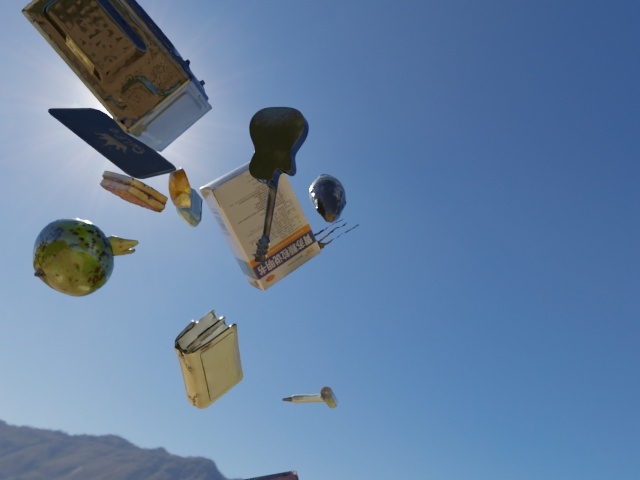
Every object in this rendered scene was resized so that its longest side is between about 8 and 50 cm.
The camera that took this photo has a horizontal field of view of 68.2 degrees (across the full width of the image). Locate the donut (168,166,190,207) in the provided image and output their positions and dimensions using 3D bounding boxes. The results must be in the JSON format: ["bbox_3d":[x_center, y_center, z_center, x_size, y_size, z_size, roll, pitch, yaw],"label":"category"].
[{"bbox_3d":[-0.375,-0.139,1.255,0.043,0.097,0.108,-13,-49,-29],"label":"donut"}]

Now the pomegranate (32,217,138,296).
[{"bbox_3d":[-0.623,0.037,1.252,0.210,0.263,0.211,18,-60,34],"label":"pomegranate"}]

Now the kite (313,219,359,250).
[{"bbox_3d":[0.000,0.000,1.661,0.285,0.015,0.152,-31,-28,26],"label":"kite"}]

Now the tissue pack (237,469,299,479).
[{"bbox_3d":[-0.220,0.798,1.357,0.315,0.103,0.228,0,-74,-21],"label":"tissue pack"}]

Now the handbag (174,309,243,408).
[{"bbox_3d":[-0.462,0.493,1.939,0.160,0.236,0.359,24,-48,28],"label":"handbag"}]

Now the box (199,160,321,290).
[{"bbox_3d":[-0.152,-0.049,1.240,0.106,0.200,0.300,14,-47,57],"label":"box"}]

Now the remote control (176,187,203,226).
[{"bbox_3d":[-0.493,-0.133,1.792,0.052,0.247,0.104,-39,-59,10],"label":"remote control"}]

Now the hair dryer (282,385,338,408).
[{"bbox_3d":[-0.039,0.531,1.582,0.182,0.044,0.155,-7,-33,7],"label":"hair dryer"}]

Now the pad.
[{"bbox_3d":[-0.638,-0.350,1.548,0.375,0.315,0.063,37,-69,3],"label":"pad"}]

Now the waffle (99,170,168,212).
[{"bbox_3d":[-0.424,-0.111,1.069,0.148,0.042,0.102,16,-15,40],"label":"waffle"}]

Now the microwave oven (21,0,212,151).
[{"bbox_3d":[-0.458,-0.433,1.144,0.355,0.218,0.286,50,-2,-1],"label":"microwave oven"}]

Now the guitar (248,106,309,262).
[{"bbox_3d":[-0.073,-0.083,0.689,0.088,0.234,0.025,5,-10,18],"label":"guitar"}]

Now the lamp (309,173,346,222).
[{"bbox_3d":[0.020,-0.115,1.270,0.101,0.250,0.101,-2,-59,-3],"label":"lamp"}]
